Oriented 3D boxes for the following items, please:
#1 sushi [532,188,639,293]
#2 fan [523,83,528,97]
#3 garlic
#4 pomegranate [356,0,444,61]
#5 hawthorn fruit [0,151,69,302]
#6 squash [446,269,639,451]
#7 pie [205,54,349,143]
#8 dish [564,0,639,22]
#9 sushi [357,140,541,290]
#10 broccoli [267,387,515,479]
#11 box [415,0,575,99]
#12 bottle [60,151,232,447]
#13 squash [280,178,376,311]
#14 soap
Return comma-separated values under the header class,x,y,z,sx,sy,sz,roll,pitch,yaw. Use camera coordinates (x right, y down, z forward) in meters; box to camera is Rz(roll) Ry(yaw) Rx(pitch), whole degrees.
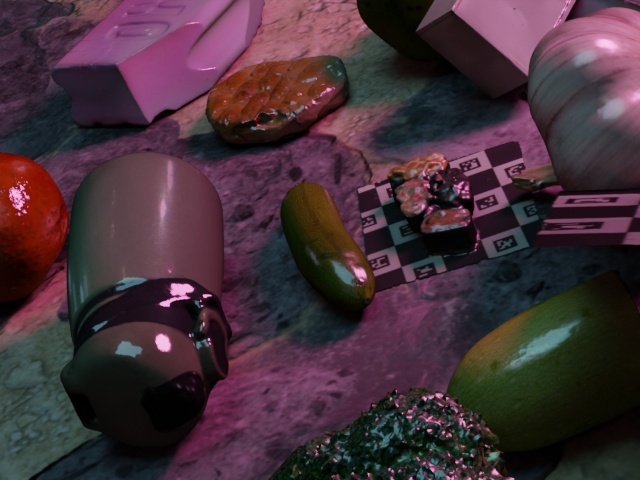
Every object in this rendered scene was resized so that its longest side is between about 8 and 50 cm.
class,x,y,z,sx,sy,sz,roll,pitch,yaw
sushi,0.329,0.024,1.183,0.296,0.100,0.373,-1,8,12
fan,0.319,-0.190,1.685,0.132,0.009,0.220,-53,33,-1
garlic,0.286,-0.105,1.494,0.253,0.245,0.245,-42,11,45
pomegranate,0.129,-0.317,1.906,0.187,0.187,0.225,-30,8,-14
hawthorn fruit,-0.377,-0.026,1.752,0.179,0.179,0.200,-2,28,28
squash,0.189,0.114,1.259,0.186,0.123,0.123,-26,32,3
pie,-0.059,-0.183,1.914,0.195,0.046,0.195,-15,30,9
dish,0.395,-0.273,1.753,0.182,0.080,0.243,-30,32,-13
sushi,0.130,-0.049,1.595,0.192,0.050,0.215,-17,32,7
broccoli,0.071,0.247,0.993,0.308,0.308,0.275,13,16,42
box,0.227,-0.300,1.775,0.225,0.129,0.086,-59,17,-26
bottle,-0.177,0.062,1.508,0.168,0.168,0.347,-17,36,6
squash,0.000,0.000,1.584,0.069,0.069,0.258,-23,31,-3
soap,-0.208,-0.290,2.106,0.193,0.109,0.324,3,38,33
